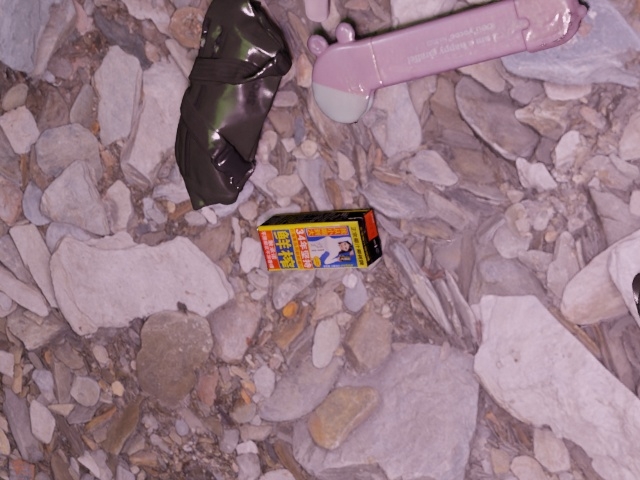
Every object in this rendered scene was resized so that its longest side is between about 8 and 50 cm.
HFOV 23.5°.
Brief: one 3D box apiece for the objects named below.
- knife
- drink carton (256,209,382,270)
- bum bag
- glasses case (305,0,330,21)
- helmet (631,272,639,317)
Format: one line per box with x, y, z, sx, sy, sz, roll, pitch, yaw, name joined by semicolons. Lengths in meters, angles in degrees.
0.155;-0.247;1.960;0.398;0.038;0.132;-12;101;32;knife
0.000;0.000;2.123;0.166;0.056;0.071;-2;112;32;drink carton
-0.129;-0.181;2.128;0.142;0.080;0.326;29;119;24;bum bag
-0.004;-0.326;2.029;0.032;0.021;0.083;10;129;14;glasses case
0.422;0.077;1.895;0.065;0.049;0.084;121;139;-65;helmet
